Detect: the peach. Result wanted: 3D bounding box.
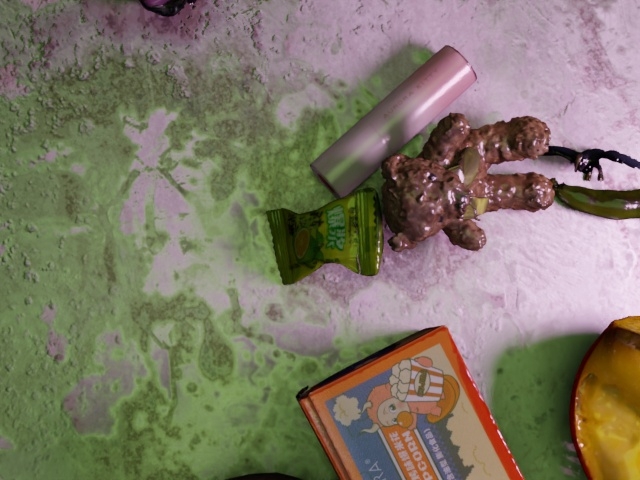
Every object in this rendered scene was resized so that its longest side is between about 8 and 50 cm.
[{"bbox_3d":[0.577,0.300,1.807,0.306,0.242,0.380,-6,98,20],"label":"peach"}]

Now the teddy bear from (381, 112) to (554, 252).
[{"bbox_3d":[0.253,-0.099,1.837,0.296,0.222,0.246,-6,110,8],"label":"teddy bear"}]

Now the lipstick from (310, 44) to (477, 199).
[{"bbox_3d":[0.130,-0.209,1.924,0.327,0.087,0.087,-42,86,-5],"label":"lipstick"}]

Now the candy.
[{"bbox_3d":[0.000,0.000,1.856,0.069,0.246,0.149,3,80,-43],"label":"candy"}]

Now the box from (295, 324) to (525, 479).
[{"bbox_3d":[0.152,0.345,1.755,0.257,0.318,0.349,-27,86,-1],"label":"box"}]

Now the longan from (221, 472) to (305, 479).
[{"bbox_3d":[-0.093,0.557,1.711,0.404,0.336,0.404,8,109,24],"label":"longan"}]

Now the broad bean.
[{"bbox_3d":[0.533,-0.068,1.936,0.254,0.046,0.065,6,76,1],"label":"broad bean"}]

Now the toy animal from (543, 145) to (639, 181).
[{"bbox_3d":[0.472,-0.142,1.916,0.220,0.108,0.062,11,88,35],"label":"toy animal"}]

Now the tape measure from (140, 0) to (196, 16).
[{"bbox_3d":[-0.269,-0.529,1.928,0.231,0.149,0.245,-26,93,-6],"label":"tape measure"}]
